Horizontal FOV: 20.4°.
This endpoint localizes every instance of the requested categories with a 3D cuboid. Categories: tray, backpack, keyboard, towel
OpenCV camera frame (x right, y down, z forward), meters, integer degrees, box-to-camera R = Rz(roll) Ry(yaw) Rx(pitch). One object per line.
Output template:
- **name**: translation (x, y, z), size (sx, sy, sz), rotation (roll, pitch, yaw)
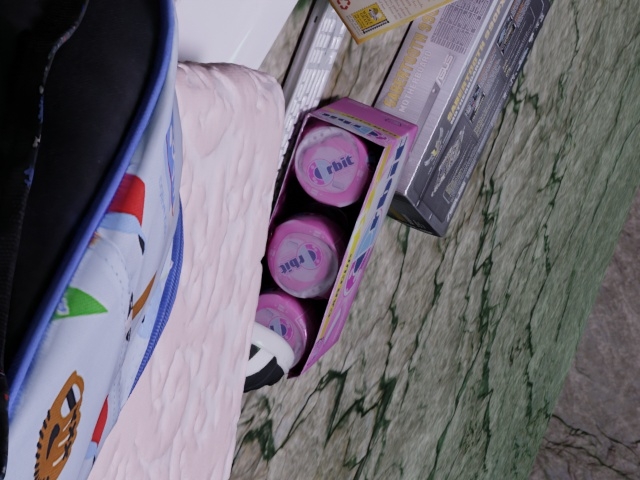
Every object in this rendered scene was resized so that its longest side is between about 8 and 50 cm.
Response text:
- **tray**: translation (-0.031, -0.181, 1.008), size (0.270, 0.030, 0.145), rotation (-61, 162, -17)
- **backpack**: translation (-0.158, 0.004, 0.501), size (0.213, 0.277, 0.263), rotation (99, 14, -56)
- **keyboard**: translation (-0.018, -0.078, 1.213), size (0.256, 0.014, 0.072), rotation (-69, 163, 9)
- **towel**: translation (-0.093, 0.068, 0.856), size (0.332, 0.053, 0.316), rotation (-24, 123, -79)

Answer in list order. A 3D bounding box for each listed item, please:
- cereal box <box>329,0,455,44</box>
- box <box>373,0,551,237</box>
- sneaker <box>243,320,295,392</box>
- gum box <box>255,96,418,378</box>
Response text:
- **cereal box**: translation (0.132, -0.220, 1.117), size (0.047, 0.240, 0.173), rotation (56, 38, -20)
- **box**: translation (0.109, -0.129, 1.459), size (0.231, 0.056, 0.183), rotation (-66, 163, -3)
- **sneaker**: translation (-0.097, 0.088, 1.105), size (0.121, 0.079, 0.217), rotation (-61, 155, -5)
- **gum box**: translation (0.000, 0.000, 1.265), size (0.107, 0.062, 0.188), rotation (-37, 148, -71)
